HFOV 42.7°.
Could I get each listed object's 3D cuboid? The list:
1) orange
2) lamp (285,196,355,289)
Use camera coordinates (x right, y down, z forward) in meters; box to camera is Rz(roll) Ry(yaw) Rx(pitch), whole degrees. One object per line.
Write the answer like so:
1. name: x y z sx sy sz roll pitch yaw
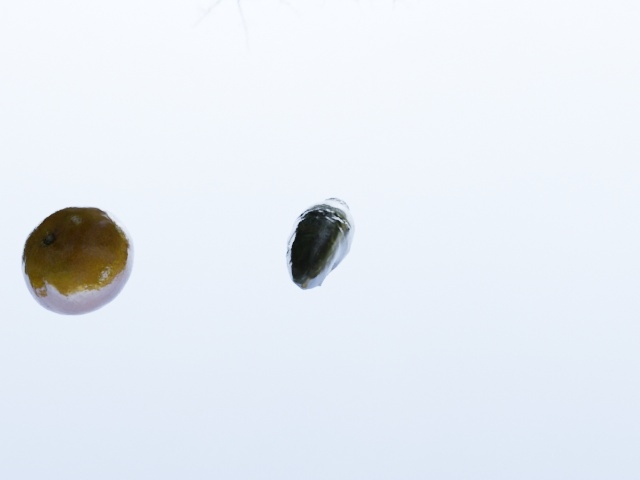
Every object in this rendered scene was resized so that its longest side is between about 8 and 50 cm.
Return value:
1. orange: -0.329 0.023 1.103 0.156 0.124 0.156 -13 -119 25
2. lamp: 0.000 0.000 1.243 0.101 0.101 0.250 26 -152 0
